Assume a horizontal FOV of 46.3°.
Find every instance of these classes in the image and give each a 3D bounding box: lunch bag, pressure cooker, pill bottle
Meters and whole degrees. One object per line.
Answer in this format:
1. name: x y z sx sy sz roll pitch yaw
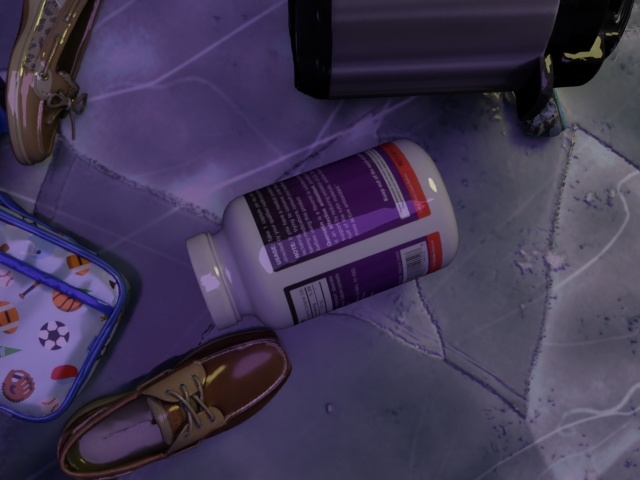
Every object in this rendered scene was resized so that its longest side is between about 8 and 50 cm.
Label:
1. lunch bag: -0.410 0.072 0.951 0.303 0.115 0.243 28 84 -6
2. pressure cooker: 0.163 -0.360 0.888 0.421 0.375 0.369 -2 122 -3
3. pill bottle: 0.000 0.000 0.962 0.323 0.181 0.181 -20 91 -6

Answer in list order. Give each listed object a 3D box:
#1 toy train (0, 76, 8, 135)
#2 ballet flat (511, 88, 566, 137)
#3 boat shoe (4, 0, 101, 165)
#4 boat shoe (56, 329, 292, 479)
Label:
1. toy train: -0.443 -0.137 0.923 0.105 0.184 0.080 -18 128 9
2. ballet flat: 0.299 -0.237 1.061 0.070 0.070 0.188 -10 87 -6
3. boat shoe: -0.340 -0.235 0.965 0.089 0.104 0.285 8 87 -7
4. boat shoe: -0.187 0.225 0.968 0.324 0.120 0.122 -28 93 -6
